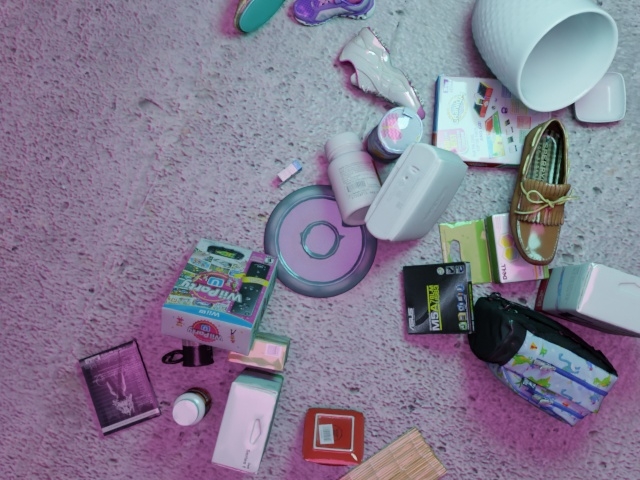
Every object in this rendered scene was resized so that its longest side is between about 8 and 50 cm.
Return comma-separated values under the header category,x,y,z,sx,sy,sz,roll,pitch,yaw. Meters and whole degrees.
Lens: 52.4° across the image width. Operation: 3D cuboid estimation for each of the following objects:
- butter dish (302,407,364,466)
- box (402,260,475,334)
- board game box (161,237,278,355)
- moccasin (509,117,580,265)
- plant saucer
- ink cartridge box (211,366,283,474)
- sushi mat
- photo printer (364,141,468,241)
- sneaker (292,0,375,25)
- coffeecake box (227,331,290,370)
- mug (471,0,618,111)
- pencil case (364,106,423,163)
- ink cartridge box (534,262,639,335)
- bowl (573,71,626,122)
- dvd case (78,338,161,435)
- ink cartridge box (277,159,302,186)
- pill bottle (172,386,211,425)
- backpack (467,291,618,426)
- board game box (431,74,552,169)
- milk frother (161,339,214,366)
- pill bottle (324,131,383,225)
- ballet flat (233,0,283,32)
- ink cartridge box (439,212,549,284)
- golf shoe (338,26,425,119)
category,x,y,z,sx,sy,sz,roll,pitch,yaw
butter dish,0.033,0.539,1.730,0.160,0.118,0.160,5,44,0
box,0.315,0.155,1.738,0.184,0.045,0.190,-5,86,31
board game box,-0.248,0.136,1.664,0.224,0.303,0.097,13,125,2
moccasin,0.573,-0.124,1.656,0.139,0.147,0.380,15,78,4
plant saucer,0.000,0.000,1.796,0.318,0.044,0.317,0,86,0
ink cartridge box,-0.177,0.447,1.650,0.117,0.278,0.201,14,86,1
sushi mat,0.173,0.653,1.763,0.316,0.019,0.151,-34,88,-1
photo printer,0.256,-0.119,1.662,0.107,0.307,0.256,37,107,20
sneaker,0.038,-0.665,1.808,0.236,0.104,0.095,-7,88,1
coffeecake box,-0.157,0.283,1.706,0.142,0.185,0.068,10,88,1
mug,0.586,-0.532,1.706,0.374,0.328,0.276,6,129,-31
pencil case,0.190,-0.271,1.700,0.113,0.273,0.124,40,91,-3
ink cartridge box,0.708,0.154,1.647,0.226,0.306,0.131,19,86,2
bowl,0.768,-0.393,1.809,0.142,0.053,0.142,0,85,1
dvd case,-0.550,0.403,1.786,0.164,0.018,0.221,-20,86,-2
ink cartridge box,-0.091,-0.185,1.804,0.083,0.048,0.028,-38,87,-2
pill bottle,-0.340,0.439,1.715,0.086,0.152,0.086,0,87,0
backpack,0.573,0.309,1.672,0.355,0.290,0.273,14,95,-5
board game box,0.473,-0.325,1.801,0.316,0.064,0.242,5,86,1
milk frother,-0.359,0.264,1.739,0.143,0.129,0.134,-4,90,-6
pill bottle,0.090,-0.168,1.744,0.131,0.131,0.229,-17,68,-1
ballet flat,-0.131,-0.725,1.818,0.123,0.123,0.348,45,88,3
ink cartridge box,0.467,0.026,1.763,0.255,0.097,0.188,-7,86,-1
golf shoe,0.170,-0.437,1.799,0.140,0.115,0.306,-36,80,9
